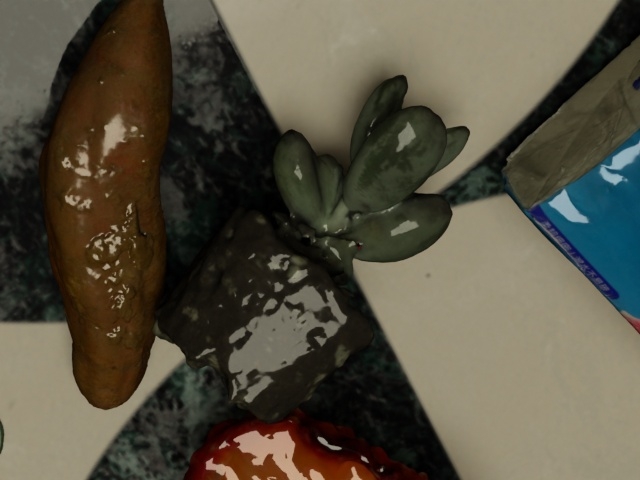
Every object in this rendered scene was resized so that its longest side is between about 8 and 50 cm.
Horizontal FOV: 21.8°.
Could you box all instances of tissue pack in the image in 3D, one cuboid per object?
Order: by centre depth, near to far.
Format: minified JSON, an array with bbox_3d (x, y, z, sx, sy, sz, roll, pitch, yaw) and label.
[{"bbox_3d":[0.302,-0.020,1.295,0.209,0.137,0.269,-42,111,8],"label":"tissue pack"}]

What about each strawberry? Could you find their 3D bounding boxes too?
[{"bbox_3d":[0.017,0.273,1.378,0.265,0.149,0.336,-28,103,9],"label":"strawberry"}]

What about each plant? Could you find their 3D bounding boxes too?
[{"bbox_3d":[-0.001,0.001,1.254,0.149,0.146,0.274,39,93,-13],"label":"plant"}]

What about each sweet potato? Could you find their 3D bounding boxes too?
[{"bbox_3d":[-0.162,-0.022,1.244,0.095,0.106,0.355,16,112,21],"label":"sweet potato"}]

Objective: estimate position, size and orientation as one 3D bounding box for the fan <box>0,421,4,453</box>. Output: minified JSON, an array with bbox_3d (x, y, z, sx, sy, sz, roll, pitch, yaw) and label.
[{"bbox_3d":[-0.287,0.178,1.357,0.085,0.005,0.133,-32,113,4],"label":"fan"}]
